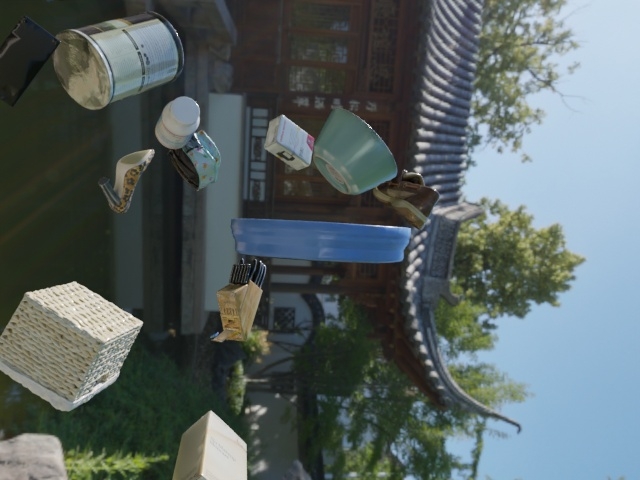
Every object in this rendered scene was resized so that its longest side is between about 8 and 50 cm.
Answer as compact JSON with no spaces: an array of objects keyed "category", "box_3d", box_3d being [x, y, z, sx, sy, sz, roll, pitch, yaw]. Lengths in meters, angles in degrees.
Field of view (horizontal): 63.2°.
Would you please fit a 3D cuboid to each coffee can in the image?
[{"category":"coffee can","box_3d":[-0.540,-0.493,1.413,0.275,0.202,0.201,-46,150,-47]}]

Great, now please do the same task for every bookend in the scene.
[{"category":"bookend","box_3d":[-0.588,-0.357,1.026,0.157,0.072,0.156,-51,-148,4]}]

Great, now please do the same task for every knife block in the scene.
[{"category":"knife block","box_3d":[-0.283,0.217,1.996,0.242,0.088,0.275,-30,116,-57]}]

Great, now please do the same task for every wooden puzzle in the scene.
[{"category":"wooden puzzle","box_3d":[-0.314,0.314,1.712,0.116,0.079,0.014,0,-63,59]}]

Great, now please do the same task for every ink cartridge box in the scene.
[{"category":"ink cartridge box","box_3d":[-0.114,-0.361,1.927,0.072,0.175,0.127,-15,-124,42]}]

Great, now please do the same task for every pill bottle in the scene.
[{"category":"pill bottle","box_3d":[-0.341,-0.283,1.250,0.160,0.087,0.087,-19,-114,62]}]

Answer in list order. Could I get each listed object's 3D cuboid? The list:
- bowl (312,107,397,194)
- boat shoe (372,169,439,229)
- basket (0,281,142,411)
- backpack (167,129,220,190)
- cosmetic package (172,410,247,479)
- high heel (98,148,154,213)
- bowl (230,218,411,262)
[{"category":"bowl","box_3d":[0.091,-0.275,1.763,0.163,0.311,0.311,-43,171,-9]},{"category":"boat shoe","box_3d":[0.241,-0.127,1.434,0.123,0.123,0.342,-52,-169,6]},{"category":"basket","box_3d":[-0.844,0.345,1.769,0.266,0.331,0.328,-59,177,5]},{"category":"backpack","box_3d":[-0.429,-0.276,1.809,0.188,0.145,0.166,58,-29,15]},{"category":"cosmetic package","box_3d":[-0.279,0.591,1.330,0.160,0.113,0.309,48,1,-13]},{"category":"high heel","box_3d":[-0.736,-0.233,2.048,0.261,0.093,0.186,-46,150,-28]},{"category":"bowl","box_3d":[0.000,0.000,1.141,0.391,0.392,0.077,-163,-104,-85]}]
